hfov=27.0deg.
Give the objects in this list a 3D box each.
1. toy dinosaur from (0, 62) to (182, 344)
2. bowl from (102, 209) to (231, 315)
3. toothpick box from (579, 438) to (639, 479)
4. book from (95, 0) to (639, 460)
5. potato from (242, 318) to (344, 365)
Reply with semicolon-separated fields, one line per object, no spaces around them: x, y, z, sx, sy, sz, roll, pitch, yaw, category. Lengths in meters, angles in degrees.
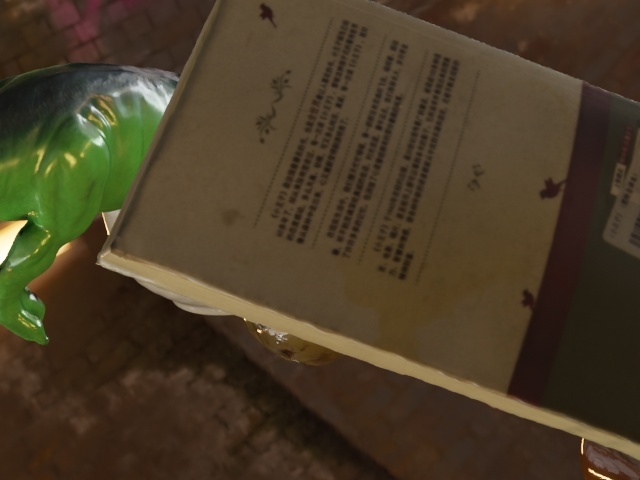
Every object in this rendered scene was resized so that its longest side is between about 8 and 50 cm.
-0.190;-0.107;0.977;0.374;0.500;0.144;-44;-114;0;toy dinosaur
-0.103;-0.006;1.475;0.277;0.145;0.277;-4;-162;1;bowl
0.368;0.242;1.310;0.192;0.192;0.294;-26;-171;-5;toothpick box
0.059;-0.023;0.675;0.289;0.026;0.201;21;-118;-1;book
0.005;0.002;1.069;0.200;0.137;0.154;-65;-161;-11;potato
